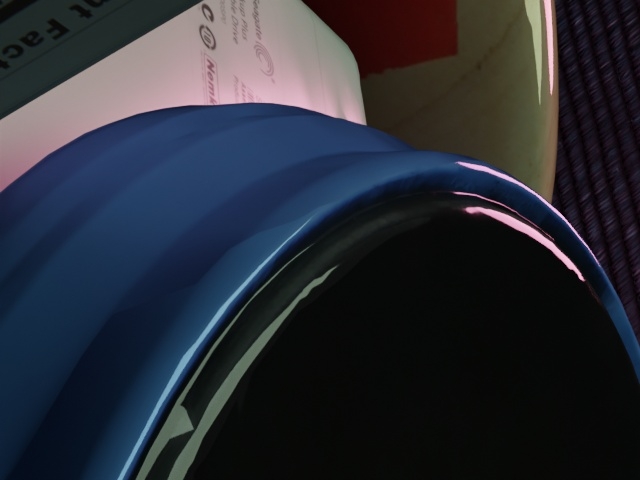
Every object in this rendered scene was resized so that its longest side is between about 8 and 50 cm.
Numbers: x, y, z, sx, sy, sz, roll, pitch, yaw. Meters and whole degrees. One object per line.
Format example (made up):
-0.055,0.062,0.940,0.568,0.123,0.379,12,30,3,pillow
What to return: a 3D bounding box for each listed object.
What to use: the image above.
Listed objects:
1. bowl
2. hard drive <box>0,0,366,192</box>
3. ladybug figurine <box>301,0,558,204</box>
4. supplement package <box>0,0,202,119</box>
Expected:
0.004,0.158,0.475,0.391,0.077,0.391,-3,93,-58,bowl
-0.089,-0.063,0.543,0.353,0.047,0.233,40,33,-45,hard drive
-0.010,-0.158,0.901,0.305,0.162,0.449,124,-43,-63,ladybug figurine
-0.119,-0.144,0.332,0.244,0.134,0.139,39,34,-42,supplement package
